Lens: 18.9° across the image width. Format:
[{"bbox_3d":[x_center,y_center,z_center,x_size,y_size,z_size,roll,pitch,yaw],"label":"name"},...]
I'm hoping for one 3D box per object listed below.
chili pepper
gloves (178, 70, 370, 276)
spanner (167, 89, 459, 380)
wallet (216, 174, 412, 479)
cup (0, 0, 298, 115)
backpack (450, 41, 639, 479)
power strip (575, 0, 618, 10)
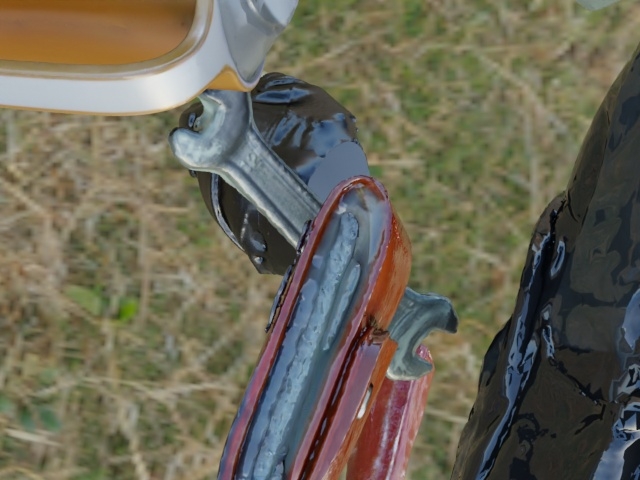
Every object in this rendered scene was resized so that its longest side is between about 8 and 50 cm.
[{"bbox_3d":[0.052,0.172,1.599,0.065,0.088,0.169,14,60,-5],"label":"chili pepper"},{"bbox_3d":[-0.049,-0.058,1.520,0.124,0.203,0.164,13,89,-47],"label":"gloves"},{"bbox_3d":[0.000,0.000,1.241,0.071,0.017,0.302,-47,129,-2],"label":"spanner"},{"bbox_3d":[0.004,0.051,0.807,0.045,0.204,0.142,21,87,5],"label":"wallet"},{"bbox_3d":[-0.147,-0.153,1.050,0.182,0.264,0.226,79,13,-45],"label":"cup"},{"bbox_3d":[0.263,0.054,1.238,0.363,0.255,0.445,-7,114,-58],"label":"backpack"},{"bbox_3d":[0.310,-0.310,1.608,0.059,0.265,0.193,33,64,-20],"label":"power strip"}]
